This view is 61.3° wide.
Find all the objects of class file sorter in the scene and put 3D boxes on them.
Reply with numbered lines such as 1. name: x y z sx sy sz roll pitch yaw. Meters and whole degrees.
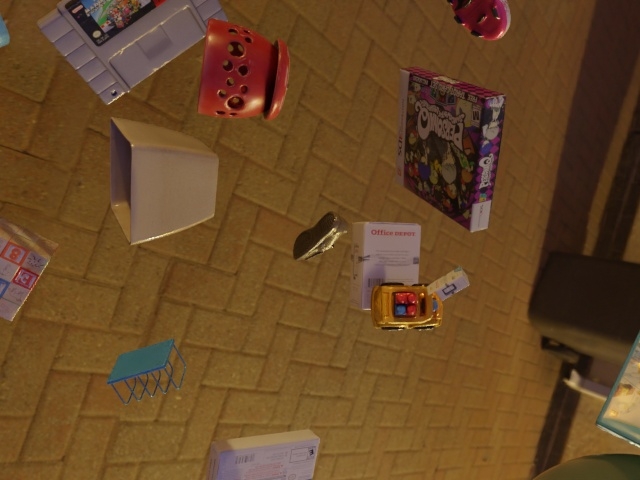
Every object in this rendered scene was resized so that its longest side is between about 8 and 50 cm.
1. file sorter: -0.479 0.371 1.509 0.171 0.118 0.104 -17 115 6

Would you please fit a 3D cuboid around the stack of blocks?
1. stack of blocks: -0.736 0.020 1.122 0.297 0.087 0.171 32 102 -22

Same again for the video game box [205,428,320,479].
1. video game box: -0.108 0.443 0.968 0.205 0.048 0.186 7 94 -35

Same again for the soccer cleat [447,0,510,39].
1. soccer cleat: 0.303 -0.573 1.136 0.143 0.116 0.331 -36 83 -26

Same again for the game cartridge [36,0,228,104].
1. game cartridge: -0.402 -0.486 1.192 0.355 0.068 0.230 -37 147 -4

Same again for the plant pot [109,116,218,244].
1. plant pot: -0.171 -0.068 0.594 0.096 0.109 0.108 -5 118 -30

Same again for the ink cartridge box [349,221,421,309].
1. ink cartridge box: 0.213 0.081 1.793 0.207 0.117 0.282 2 92 -19

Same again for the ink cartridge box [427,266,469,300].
1. ink cartridge box: 0.266 0.094 1.128 0.028 0.083 0.048 53 19 -11

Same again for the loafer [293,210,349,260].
1. loafer: 0.000 0.000 1.011 0.050 0.148 0.056 20 53 -29

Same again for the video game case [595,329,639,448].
1. video game case: 0.415 0.175 0.630 0.166 0.119 0.015 -50 143 -22

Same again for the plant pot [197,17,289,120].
1. plant pot: -0.162 -0.348 1.128 0.174 0.191 0.191 6 98 -16

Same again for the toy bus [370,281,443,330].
1. toy bus: 0.273 0.192 1.614 0.221 0.211 0.149 1 78 -4

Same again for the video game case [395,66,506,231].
1. video game case: 0.198 -0.155 0.876 0.042 0.232 0.210 -14 122 -20

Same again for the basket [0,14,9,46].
1. basket: -0.640 -0.453 0.866 0.201 0.289 0.254 -51 150 -41

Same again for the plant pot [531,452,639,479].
1. plant pot: 0.262 0.311 0.428 0.235 0.293 0.292 11 94 -71
